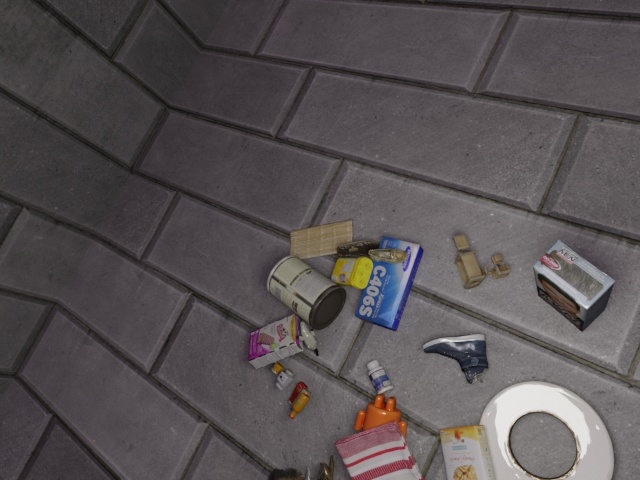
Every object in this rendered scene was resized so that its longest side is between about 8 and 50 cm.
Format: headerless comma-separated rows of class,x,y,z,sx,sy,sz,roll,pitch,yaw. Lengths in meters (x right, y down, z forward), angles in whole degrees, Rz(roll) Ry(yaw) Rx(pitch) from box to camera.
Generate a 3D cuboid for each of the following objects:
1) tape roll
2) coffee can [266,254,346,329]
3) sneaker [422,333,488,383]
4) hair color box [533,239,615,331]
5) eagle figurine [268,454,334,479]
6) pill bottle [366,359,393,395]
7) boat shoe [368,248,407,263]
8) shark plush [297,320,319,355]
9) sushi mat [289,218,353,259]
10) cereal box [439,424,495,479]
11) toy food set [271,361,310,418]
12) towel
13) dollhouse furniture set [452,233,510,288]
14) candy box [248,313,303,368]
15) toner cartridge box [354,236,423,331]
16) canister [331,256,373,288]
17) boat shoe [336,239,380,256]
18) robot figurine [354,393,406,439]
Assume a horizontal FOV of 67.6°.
tape roll,0.702,0.648,1.512,0.391,0.072,0.392,-10,66,23
coffee can,-0.059,0.211,1.984,0.275,0.201,0.202,33,87,32
sneaker,0.480,0.427,1.700,0.226,0.086,0.164,-12,63,21
hair color box,0.781,0.152,1.488,0.113,0.374,0.185,-46,58,3
eagle figurine,-0.081,0.935,1.722,0.298,0.226,0.225,-24,82,11
pill bottle,0.221,0.517,1.804,0.067,0.067,0.120,-33,59,11
boat shoe,0.266,0.056,1.885,0.153,0.048,0.056,5,73,29
shark plush,-0.035,0.400,1.940,0.073,0.161,0.067,-37,22,1
sushi mat,0.000,0.000,2.147,0.316,0.019,0.152,-10,67,22
cereal box,0.479,0.734,1.553,0.173,0.047,0.240,-38,50,50
toy food set,-0.128,0.603,1.918,0.232,0.111,0.105,36,90,39
towel,0.220,0.799,1.625,0.237,0.037,0.329,-26,89,16
dollhouse furniture set,0.597,0.070,1.801,0.160,0.101,0.182,-10,63,-4
candy box,-0.188,0.423,2.010,0.233,0.071,0.159,-25,37,15
toner cartridge box,0.275,0.169,1.910,0.165,0.075,0.348,14,77,29
canister,0.126,0.129,1.961,0.170,0.073,0.126,-1,66,58
boat shoe,0.163,0.026,2.022,0.189,0.072,0.068,-1,106,2
robot figurine,0.213,0.665,1.707,0.128,0.158,0.220,176,107,-71
